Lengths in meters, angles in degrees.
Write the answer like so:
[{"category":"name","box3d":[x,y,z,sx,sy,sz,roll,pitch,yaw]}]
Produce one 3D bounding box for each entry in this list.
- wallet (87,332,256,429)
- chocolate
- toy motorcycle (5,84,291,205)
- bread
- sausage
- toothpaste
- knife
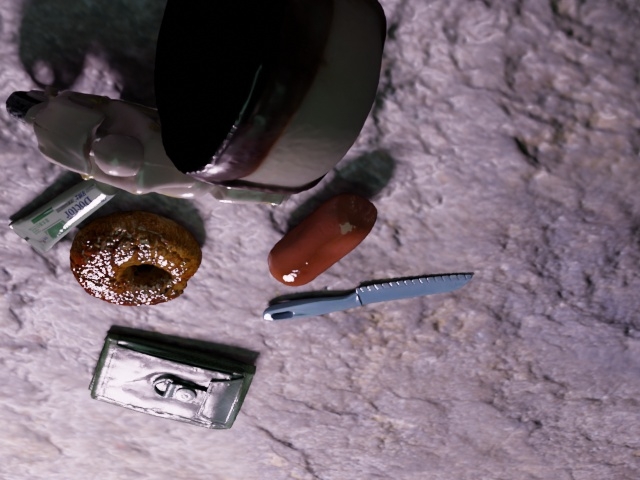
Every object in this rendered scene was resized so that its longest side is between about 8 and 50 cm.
[{"category":"wallet","box3d":[-0.234,0.221,2.049,0.236,0.055,0.160,13,134,-13]},{"category":"chocolate","box3d":[-0.043,-0.188,1.384,0.186,0.283,0.283,6,144,-29]},{"category":"toy motorcycle","box3d":[-0.197,-0.108,1.515,0.341,0.223,0.107,14,102,-12]},{"category":"bread","box3d":[-0.255,0.029,1.799,0.193,0.064,0.193,-1,142,-1]},{"category":"sausage","box3d":[0.000,0.000,1.742,0.077,0.077,0.194,26,134,-27]},{"category":"toothpaste","box3d":[-0.329,-0.043,1.731,0.218,0.041,0.064,-30,120,37]},{"category":"knife","box3d":[0.064,0.079,1.886,0.313,0.019,0.044,-10,137,11]}]
